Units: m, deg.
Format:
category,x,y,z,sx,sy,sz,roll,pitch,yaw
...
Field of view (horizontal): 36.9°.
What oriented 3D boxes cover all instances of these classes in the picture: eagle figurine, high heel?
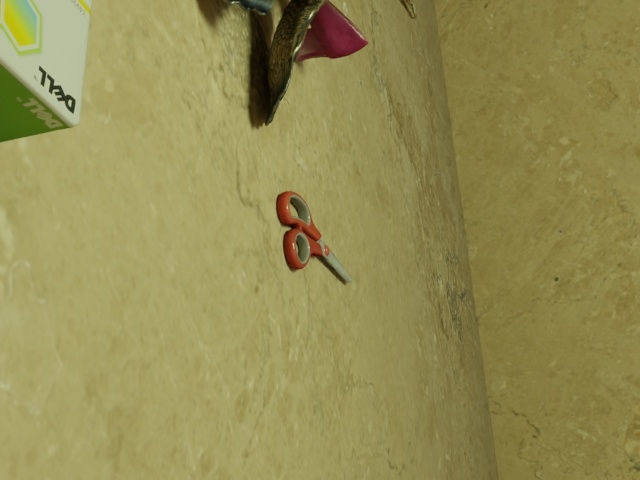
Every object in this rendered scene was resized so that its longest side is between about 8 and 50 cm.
category,x,y,z,sx,sy,sz,roll,pitch,yaw
eagle figurine,-0.025,-0.328,1.254,0.226,0.298,0.225,50,-17,2
high heel,-0.009,-0.387,1.414,0.082,0.117,0.244,-43,123,-70

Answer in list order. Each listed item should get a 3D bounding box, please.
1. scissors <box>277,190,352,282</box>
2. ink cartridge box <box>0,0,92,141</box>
category,x,y,z,sx,sy,sz,roll,pitch,yaw
scissors,0.000,0.000,1.403,0.297,0.021,0.109,21,59,-69
ink cartridge box,-0.233,-0.104,0.575,0.189,0.097,0.255,51,33,-59
